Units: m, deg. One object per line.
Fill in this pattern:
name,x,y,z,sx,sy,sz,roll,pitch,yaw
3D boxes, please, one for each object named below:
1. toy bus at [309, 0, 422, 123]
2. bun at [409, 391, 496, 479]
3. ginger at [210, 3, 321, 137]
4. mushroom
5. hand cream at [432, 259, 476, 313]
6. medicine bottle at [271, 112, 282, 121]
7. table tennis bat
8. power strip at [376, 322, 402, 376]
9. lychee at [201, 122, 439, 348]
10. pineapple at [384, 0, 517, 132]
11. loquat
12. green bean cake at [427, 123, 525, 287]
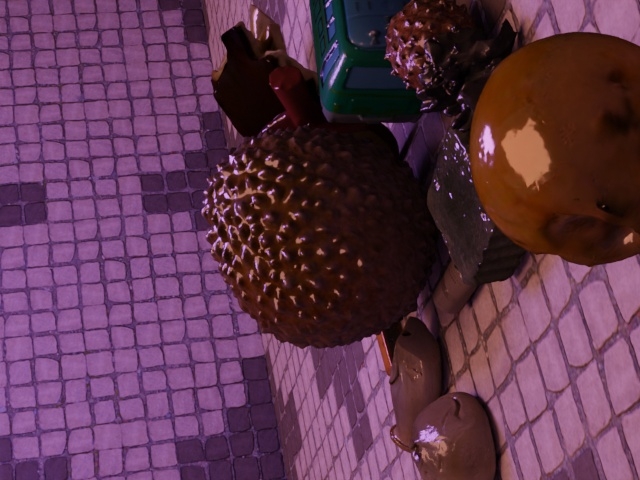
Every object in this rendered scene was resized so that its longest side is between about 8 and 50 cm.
toy bus,0.081,-0.374,1.773,0.199,0.183,0.344,107,158,-61
bun,0.203,0.329,1.724,0.173,0.113,0.167,-178,83,-74
ginger,-0.070,-0.363,2.410,0.413,0.211,0.358,39,155,17
mushroom,0.167,0.263,1.901,0.108,0.096,0.247,23,124,46
hand cream,0.223,0.052,1.682,0.186,0.054,0.087,112,147,-49
medicine bottle,-0.101,-0.197,2.347,0.260,0.095,0.095,149,115,-66
table tennis bat,-0.003,-0.182,1.945,0.415,0.268,0.051,59,-154,-60
power strip,0.136,0.186,2.087,0.028,0.049,0.178,112,150,-50
lychee,0.000,0.000,1.822,0.380,0.432,0.380,-45,19,20
pineapple,0.189,-0.249,1.493,0.170,0.141,0.310,-45,27,11
loquat,0.264,-0.098,1.085,0.244,0.243,0.244,175,90,-77
green bean cake,0.229,-0.050,1.513,0.183,0.094,0.185,104,156,-53
